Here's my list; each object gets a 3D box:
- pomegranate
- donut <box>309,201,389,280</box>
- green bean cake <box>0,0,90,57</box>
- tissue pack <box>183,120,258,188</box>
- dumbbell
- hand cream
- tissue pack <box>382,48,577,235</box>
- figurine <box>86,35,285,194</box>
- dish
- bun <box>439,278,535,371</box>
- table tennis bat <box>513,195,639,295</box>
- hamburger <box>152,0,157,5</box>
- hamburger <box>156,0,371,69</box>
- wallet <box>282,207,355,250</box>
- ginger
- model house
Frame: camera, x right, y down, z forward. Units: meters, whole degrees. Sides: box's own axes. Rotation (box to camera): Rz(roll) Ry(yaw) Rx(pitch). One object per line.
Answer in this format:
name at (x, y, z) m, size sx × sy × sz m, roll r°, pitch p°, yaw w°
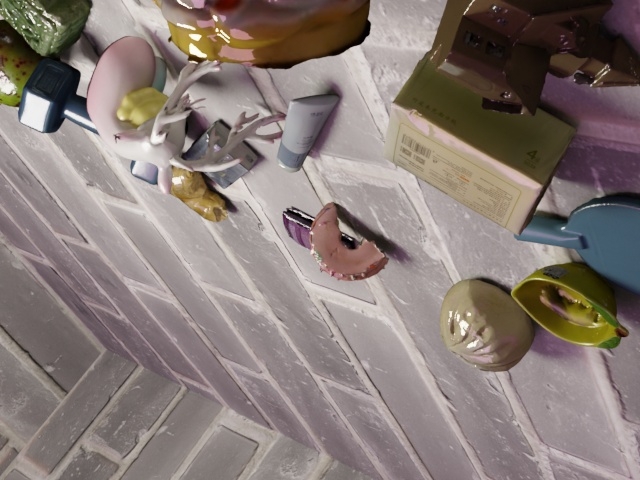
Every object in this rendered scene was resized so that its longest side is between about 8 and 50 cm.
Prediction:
pomegranate at (-0.646, -0.340, 2.120) m, size 0.202 × 0.248 × 0.202 m, roll 38°, pitch -177°, yaw -2°
donut at (0.041, 0.020, 1.960) m, size 0.166 × 0.117 × 0.065 m, roll 43°, pitch 176°, yaw 9°
green bean cake at (-0.538, -0.450, 1.946) m, size 0.185 × 0.094 × 0.183 m, roll 45°, pitch 157°, yaw -7°
tissue pack at (-0.196, -0.166, 2.031) m, size 0.112 × 0.051 × 0.156 m, roll 41°, pitch 156°, yaw -11°
dumbbell at (-0.424, -0.234, 2.023) m, size 0.316 × 0.144 × 0.156 m, roll 25°, pitch -174°, yaw -3°
hand cream at (-0.031, -0.184, 1.748) m, size 0.255 × 0.079 × 0.048 m, roll 118°, pitch 138°, yaw -67°
tissue pack at (0.211, -0.134, 1.412) m, size 0.234 × 0.125 × 0.159 m, roll 31°, pitch 157°, yaw 12°
figurine at (-0.258, -0.237, 1.798) m, size 0.316 × 0.284 × 0.206 m, roll 51°, pitch 179°, yaw 37°
dish at (0.404, 0.090, 1.618) m, size 0.207 × 0.080 × 0.149 m, roll 20°, pitch 148°, yaw 37°
bun at (0.287, 0.167, 1.871) m, size 0.178 × 0.128 × 0.193 m, roll 35°, pitch 159°, yaw 2°
table tennis bat at (0.429, 0.009, 1.481) m, size 0.329 × 0.044 × 0.215 m, roll 14°, pitch 149°, yaw 38°
hamburger at (-0.249, -0.407, 1.663) m, size 0.076 × 0.044 × 0.083 m, roll 47°, pitch 153°, yaw -24°
hamburger at (-0.074, -0.354, 1.250) m, size 0.276 × 0.276 × 0.237 m, roll 21°, pitch 132°, yaw 33°
wallet at (-0.001, 0.001, 2.091) m, size 0.165 × 0.030 × 0.111 m, roll 27°, pitch 154°, yaw 22°
ginger at (-0.335, -0.156, 2.227) m, size 0.333 × 0.081 × 0.148 m, roll 37°, pitch 173°, yaw 4°
model house at (0.266, -0.214, 1.176) m, size 0.248 × 0.176 × 0.181 m, roll 22°, pitch 157°, yaw -6°
